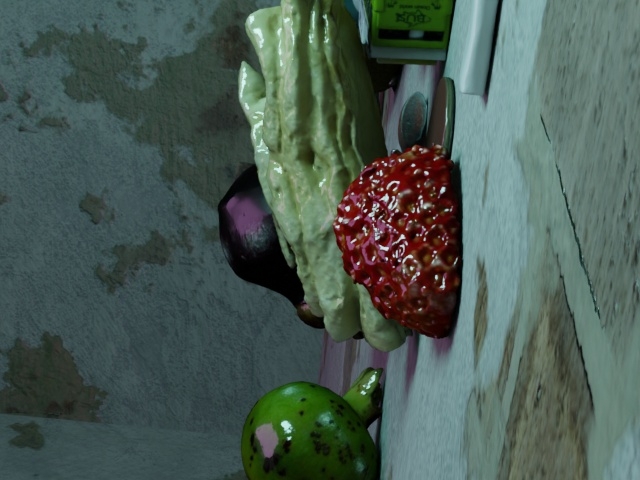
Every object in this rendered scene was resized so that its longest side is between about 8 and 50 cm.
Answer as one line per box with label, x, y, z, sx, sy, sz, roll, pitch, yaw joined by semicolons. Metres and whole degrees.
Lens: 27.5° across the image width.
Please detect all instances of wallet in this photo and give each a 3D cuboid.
wallet;0.142;-0.193;1.164;0.061;0.025;0.122;-94;10;-69

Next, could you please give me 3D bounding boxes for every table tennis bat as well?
table tennis bat;0.124;-0.062;1.464;0.138;0.022;0.247;-89;7;-62

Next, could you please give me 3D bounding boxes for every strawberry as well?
strawberry;0.070;0.004;1.304;0.236;0.111;0.190;-98;16;-62

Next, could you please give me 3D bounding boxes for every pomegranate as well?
pomegranate;0.004;0.284;1.851;0.263;0.211;0.211;-39;-18;-15

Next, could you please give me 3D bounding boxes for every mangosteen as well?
mangosteen;0.000;-0.004;1.851;0.233;0.287;0.288;-66;-12;-45

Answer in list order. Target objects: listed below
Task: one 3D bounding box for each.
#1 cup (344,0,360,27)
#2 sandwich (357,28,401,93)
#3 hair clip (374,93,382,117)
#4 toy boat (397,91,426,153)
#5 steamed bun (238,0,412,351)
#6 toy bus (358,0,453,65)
cup;0.059;-0.383;1.899;0.300;0.167;0.173;-54;35;0
sandwich;0.064;-0.406;2.140;0.250;0.162;0.301;114;159;-74
hair clip;0.100;-0.392;2.442;0.095;0.110;0.359;19;102;47
toy boat;0.114;-0.133;1.703;0.122;0.034;0.096;96;-176;-67
steamed bun;-0.007;-0.091;1.566;0.247;0.189;0.428;-44;-57;-66
toy bus;0.098;-0.297;1.616;0.302;0.113;0.139;-92;4;-67
